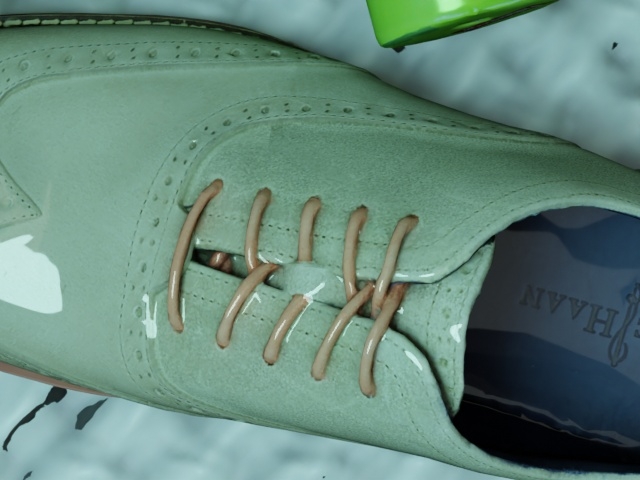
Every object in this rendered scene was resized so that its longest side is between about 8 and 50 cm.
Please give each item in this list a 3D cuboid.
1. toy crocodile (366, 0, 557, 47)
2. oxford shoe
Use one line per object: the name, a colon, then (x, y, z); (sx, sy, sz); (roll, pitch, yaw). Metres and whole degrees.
toy crocodile: (0.098, -0.146, 0.594); (0.341, 0.105, 0.115); (-17, 92, -10)
oxford shoe: (0.000, 0.000, 0.554); (0.397, 0.146, 0.140); (9, 92, -5)
